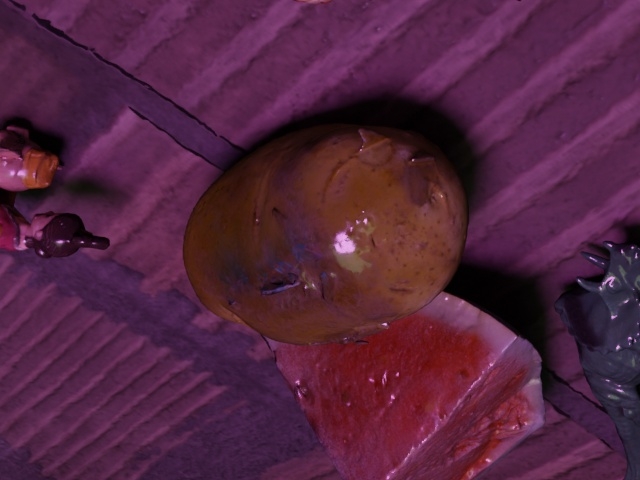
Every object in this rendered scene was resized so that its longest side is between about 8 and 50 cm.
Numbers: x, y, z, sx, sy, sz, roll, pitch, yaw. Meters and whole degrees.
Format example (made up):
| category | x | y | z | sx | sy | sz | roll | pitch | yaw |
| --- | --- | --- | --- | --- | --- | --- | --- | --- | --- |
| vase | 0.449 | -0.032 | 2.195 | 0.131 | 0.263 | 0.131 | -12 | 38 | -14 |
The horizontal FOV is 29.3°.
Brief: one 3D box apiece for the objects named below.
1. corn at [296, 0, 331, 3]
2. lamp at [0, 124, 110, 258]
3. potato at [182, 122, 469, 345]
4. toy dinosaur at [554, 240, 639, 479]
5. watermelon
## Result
| category | x | y | z | sx | sy | sz | roll | pitch | yaw |
| --- | --- | --- | --- | --- | --- | --- | --- | --- | --- |
| corn | -0.100 | -0.237 | 0.752 | 0.290 | 0.098 | 0.098 | 25 | 137 | -7 |
| lamp | -0.294 | -0.043 | 1.006 | 0.253 | 0.118 | 0.118 | 1 | 135 | 18 |
| potato | 0.000 | 0.000 | 0.927 | 0.248 | 0.143 | 0.169 | -16 | 95 | 39 |
| toy dinosaur | 0.270 | 0.105 | 1.006 | 0.120 | 0.079 | 0.292 | -4 | 131 | 29 |
| watermelon | 0.079 | 0.136 | 1.039 | 0.256 | 0.176 | 0.260 | 40 | 109 | -20 |
